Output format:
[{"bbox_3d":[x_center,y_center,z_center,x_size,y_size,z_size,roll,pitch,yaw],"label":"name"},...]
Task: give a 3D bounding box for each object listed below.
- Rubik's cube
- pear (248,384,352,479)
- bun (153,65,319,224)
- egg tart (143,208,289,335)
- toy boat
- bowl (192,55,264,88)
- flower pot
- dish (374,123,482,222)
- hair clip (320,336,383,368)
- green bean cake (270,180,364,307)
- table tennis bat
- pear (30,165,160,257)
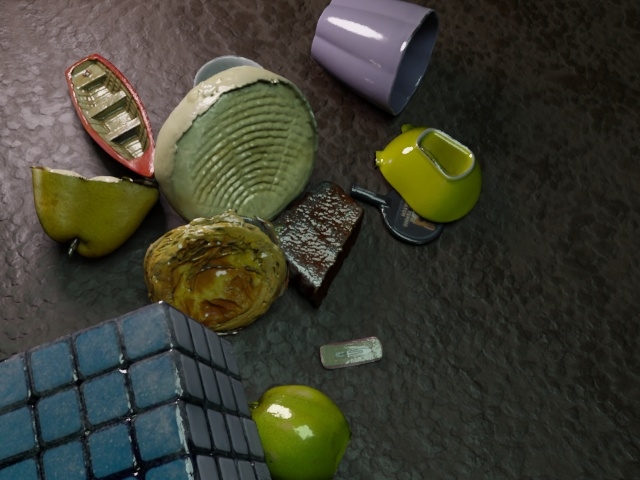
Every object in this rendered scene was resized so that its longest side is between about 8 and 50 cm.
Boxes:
[{"bbox_3d":[-0.310,0.340,1.368,0.344,0.344,0.337,-23,67,8],"label":"Rubik's cube"},{"bbox_3d":[-0.053,0.367,1.554,0.219,0.187,0.187,27,64,8],"label":"pear"},{"bbox_3d":[-0.190,-0.200,1.718,0.364,0.364,0.202,-31,42,-22],"label":"bun"},{"bbox_3d":[-0.211,0.056,1.657,0.297,0.297,0.132,-1,24,-11],"label":"egg tart"},{"bbox_3d":[-0.441,-0.259,1.774,0.136,0.079,0.392,-33,63,-6],"label":"toy boat"},{"bbox_3d":[-0.205,-0.329,1.887,0.189,0.086,0.189,5,64,-10],"label":"bowl"},{"bbox_3d":[0.124,-0.468,1.934,0.243,0.265,0.265,29,63,14],"label":"flower pot"},{"bbox_3d":[0.270,-0.181,1.889,0.262,0.108,0.221,42,58,10],"label":"dish"},{"bbox_3d":[0.065,0.237,1.719,0.137,0.022,0.054,-8,69,-15],"label":"hair clip"},{"bbox_3d":[0.000,0.000,1.772,0.198,0.097,0.232,42,65,10],"label":"green bean cake"},{"bbox_3d":[0.179,-0.075,1.883,0.236,0.027,0.150,22,63,-3],"label":"table tennis bat"},{"bbox_3d":[-0.470,-0.053,1.668,0.267,0.267,0.178,9,93,-7],"label":"pear"}]
